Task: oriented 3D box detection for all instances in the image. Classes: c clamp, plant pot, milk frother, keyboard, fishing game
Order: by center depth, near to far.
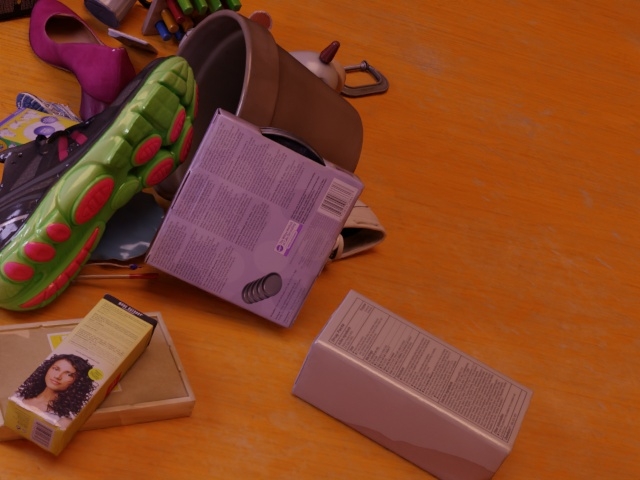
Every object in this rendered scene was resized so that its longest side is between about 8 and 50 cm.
[{"bbox_3d":[-0.338,-0.029,1.704,0.189,0.041,0.264,0,47,-18],"label":"fishing game"},{"bbox_3d":[-0.092,-0.183,1.820,0.280,0.323,0.323,18,36,-31],"label":"plant pot"},{"bbox_3d":[-0.339,-0.363,1.993,0.072,0.014,0.256,14,6,-6],"label":"keyboard"},{"bbox_3d":[-0.377,-0.472,2.150,0.143,0.129,0.135,41,72,-23],"label":"milk frother"},{"bbox_3d":[0.061,-0.347,2.269,0.160,0.022,0.137,-9,48,-32],"label":"c clamp"}]

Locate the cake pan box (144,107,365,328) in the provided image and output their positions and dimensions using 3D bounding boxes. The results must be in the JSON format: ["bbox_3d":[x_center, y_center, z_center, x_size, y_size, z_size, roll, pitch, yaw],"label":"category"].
[{"bbox_3d":[-0.097,-0.035,1.621,0.246,0.267,0.070,24,12,-15],"label":"cake pan box"}]

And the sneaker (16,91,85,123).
[{"bbox_3d":[-0.453,-0.209,1.851,0.135,0.052,0.058,33,30,1],"label":"sneaker"}]

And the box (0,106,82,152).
[{"bbox_3d":[-0.436,-0.158,1.764,0.179,0.043,0.105,17,37,16],"label":"box"}]

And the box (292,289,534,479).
[{"bbox_3d":[0.133,0.219,1.581,0.311,0.121,0.148,30,39,8],"label":"box"}]

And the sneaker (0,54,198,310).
[{"bbox_3d":[-0.357,-0.120,1.605,0.202,0.185,0.483,27,60,23],"label":"sneaker"}]

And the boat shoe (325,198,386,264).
[{"bbox_3d":[0.000,0.000,1.796,0.267,0.096,0.088,-11,45,-45],"label":"boat shoe"}]

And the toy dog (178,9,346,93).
[{"bbox_3d":[-0.093,-0.350,2.088,0.333,0.161,0.220,7,41,-19],"label":"toy dog"}]

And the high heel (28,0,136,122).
[{"bbox_3d":[-0.416,-0.364,1.931,0.127,0.181,0.377,-10,50,-34],"label":"high heel"}]

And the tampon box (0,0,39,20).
[{"bbox_3d":[-0.609,-0.485,2.039,0.161,0.101,0.120,-22,56,-40],"label":"tampon box"}]

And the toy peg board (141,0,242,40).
[{"bbox_3d":[-0.243,-0.441,2.129,0.161,0.160,0.079,-11,61,-34],"label":"toy peg board"}]

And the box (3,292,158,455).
[{"bbox_3d":[-0.307,0.168,1.418,0.087,0.058,0.232,27,39,5],"label":"box"}]

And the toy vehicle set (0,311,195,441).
[{"bbox_3d":[-0.320,0.178,1.476,0.267,0.035,0.166,-3,46,-29],"label":"toy vehicle set"}]
